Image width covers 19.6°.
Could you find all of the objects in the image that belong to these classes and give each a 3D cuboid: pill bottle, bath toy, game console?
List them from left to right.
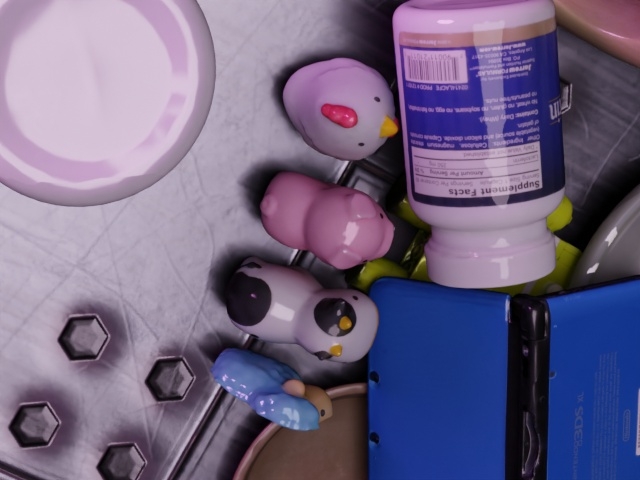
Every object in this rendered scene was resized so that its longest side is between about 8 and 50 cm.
[{"bbox_3d":[-0.226,-0.164,1.551,0.210,0.363,0.210,-4,105,-16],"label":"pill bottle"},{"bbox_3d":[0.000,0.000,1.781,0.151,0.129,0.348,13,99,-7],"label":"bath toy"},{"bbox_3d":[0.152,-0.096,1.751,0.153,0.153,0.264,-9,106,-15],"label":"pill bottle"},{"bbox_3d":[0.196,0.172,1.862,0.250,0.173,0.293,-10,110,-29],"label":"game console"}]

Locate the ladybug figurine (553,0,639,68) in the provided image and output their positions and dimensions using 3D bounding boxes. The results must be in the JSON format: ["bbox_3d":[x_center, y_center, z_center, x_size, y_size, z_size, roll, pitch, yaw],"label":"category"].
[{"bbox_3d":[0.283,-0.318,1.709,0.449,0.305,0.162,39,62,-2],"label":"ladybug figurine"}]

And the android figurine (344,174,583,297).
[{"bbox_3d":[0.166,0.049,1.895,0.273,0.056,0.248,30,94,-20],"label":"android figurine"}]

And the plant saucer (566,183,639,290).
[{"bbox_3d":[0.439,0.103,1.939,0.400,0.100,0.400,-7,107,-24],"label":"plant saucer"}]

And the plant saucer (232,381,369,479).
[{"bbox_3d":[0.032,0.274,1.920,0.278,0.041,0.277,-5,106,-16],"label":"plant saucer"}]
